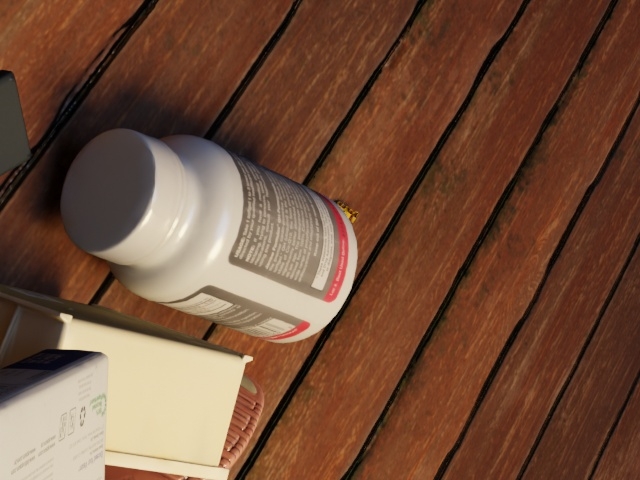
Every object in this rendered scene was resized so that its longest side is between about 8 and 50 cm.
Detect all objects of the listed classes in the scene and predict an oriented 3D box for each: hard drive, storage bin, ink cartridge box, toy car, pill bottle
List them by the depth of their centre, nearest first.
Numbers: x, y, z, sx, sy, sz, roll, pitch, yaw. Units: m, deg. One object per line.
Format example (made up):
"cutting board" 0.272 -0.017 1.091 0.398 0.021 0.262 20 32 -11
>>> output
"ink cartridge box" -0.226 0.261 1.315 0.324 0.071 0.330 -23 116 -83
"storage bin" -0.247 0.118 1.650 0.262 0.260 0.123 17 88 -51
"hard drive" -0.335 -0.095 1.697 0.135 0.022 0.094 -36 128 -44
"pill bottle" -0.117 -0.008 1.868 0.318 0.176 0.176 24 75 -51
"toy car" 0.000 0.000 2.147 0.040 0.060 0.122 35 36 -1

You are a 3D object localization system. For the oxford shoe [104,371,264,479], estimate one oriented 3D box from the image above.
"oxford shoe" -0.193 0.273 1.875 0.397 0.140 0.146 -45 158 -45
